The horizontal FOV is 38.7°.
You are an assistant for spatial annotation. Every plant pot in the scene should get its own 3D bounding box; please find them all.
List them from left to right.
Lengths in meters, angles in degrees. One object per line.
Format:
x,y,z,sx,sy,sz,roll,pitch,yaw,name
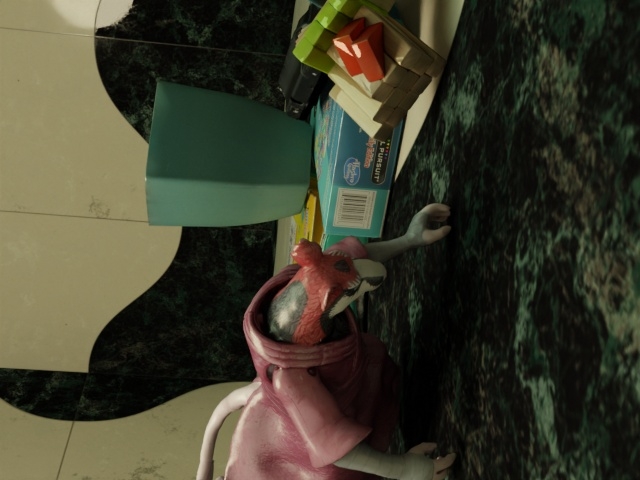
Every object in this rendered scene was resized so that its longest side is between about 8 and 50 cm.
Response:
-0.135,-0.116,1.369,0.165,0.234,0.165,109,165,-66,plant pot

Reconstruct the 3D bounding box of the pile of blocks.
0.001,-0.279,0.946,0.149,0.113,0.362,-29,65,31,pile of blocks

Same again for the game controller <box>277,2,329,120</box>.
-0.003,-0.260,1.178,0.319,0.067,0.166,154,135,-81,game controller

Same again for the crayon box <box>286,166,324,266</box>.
0.000,0.000,1.501,0.318,0.081,0.202,-110,26,-76,crayon box

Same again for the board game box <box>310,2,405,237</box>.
0.047,-0.199,1.235,0.336,0.079,0.253,-96,13,-58,board game box

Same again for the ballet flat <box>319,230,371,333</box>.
0.030,0.058,1.267,0.068,0.072,0.213,125,148,-85,ballet flat

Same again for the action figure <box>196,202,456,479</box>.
-0.013,0.108,0.847,0.370,0.276,0.248,80,-167,-52,action figure
